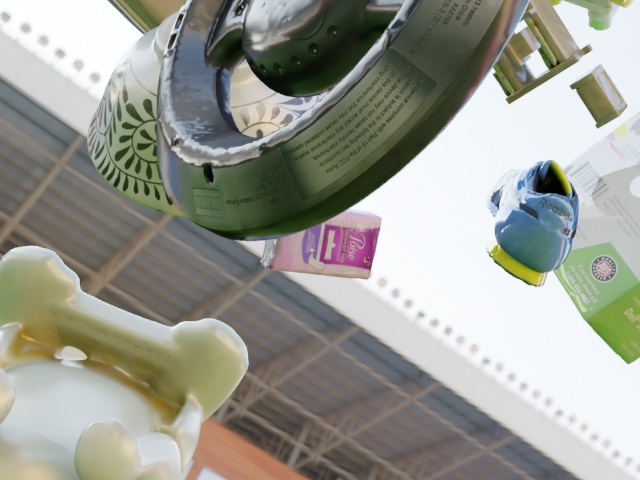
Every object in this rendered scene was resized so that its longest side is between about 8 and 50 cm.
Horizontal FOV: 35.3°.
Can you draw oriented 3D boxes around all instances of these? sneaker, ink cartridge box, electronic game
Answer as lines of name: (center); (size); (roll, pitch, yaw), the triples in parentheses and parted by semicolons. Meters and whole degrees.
sneaker: (0.184, -0.033, 0.839); (0.069, 0.209, 0.082); (30, -70, 0)
ink cartridge box: (0.413, -0.055, 1.094); (0.353, 0.207, 0.119); (-38, -50, 15)
electronic game: (0.004, -0.105, 0.449); (0.048, 0.229, 0.229); (32, -26, -36)

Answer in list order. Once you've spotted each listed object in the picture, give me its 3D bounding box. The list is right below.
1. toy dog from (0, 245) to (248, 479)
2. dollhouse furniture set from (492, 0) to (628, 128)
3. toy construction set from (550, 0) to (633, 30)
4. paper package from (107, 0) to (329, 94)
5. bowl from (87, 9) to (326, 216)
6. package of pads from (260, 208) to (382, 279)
toy dog: (-0.296, 0.258, 0.966); (0.284, 0.408, 0.395); (31, -60, -8)
dollhouse furniture set: (0.207, -0.169, 1.037); (0.101, 0.161, 0.182); (-31, -86, 37)
toy construction set: (0.420, -0.308, 1.166); (0.327, 0.215, 0.151); (25, -32, 9)
paper package: (-0.058, -0.297, 0.829); (0.168, 0.309, 0.325); (39, -4, 46)
bowl: (-0.066, -0.099, 0.647); (0.170, 0.170, 0.080); (19, -44, 13)
package of pads: (0.000, 0.000, 0.727); (0.083, 0.050, 0.032); (7, 10, -23)
